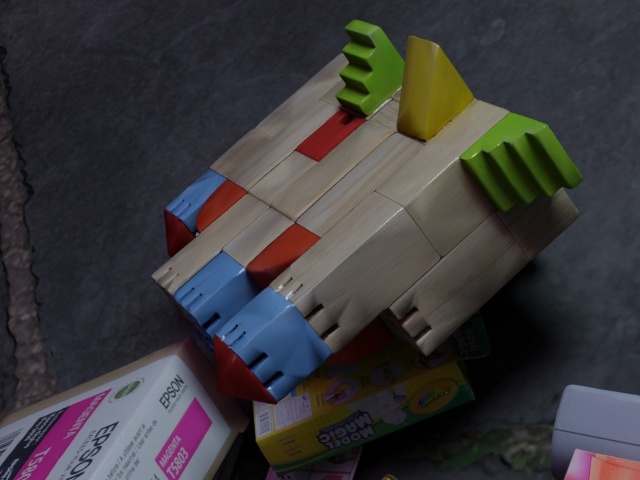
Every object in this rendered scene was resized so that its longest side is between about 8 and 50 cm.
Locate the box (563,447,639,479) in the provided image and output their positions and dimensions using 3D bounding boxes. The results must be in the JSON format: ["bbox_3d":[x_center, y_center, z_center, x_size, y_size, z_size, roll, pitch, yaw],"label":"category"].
[{"bbox_3d":[0.202,0.249,0.801,0.142,0.300,0.154,9,60,34],"label":"box"}]

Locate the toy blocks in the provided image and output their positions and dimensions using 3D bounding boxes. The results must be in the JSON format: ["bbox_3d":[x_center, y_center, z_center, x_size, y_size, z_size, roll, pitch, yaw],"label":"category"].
[{"bbox_3d":[0.000,0.000,1.190,0.261,0.191,0.381,-41,25,-7],"label":"toy blocks"}]

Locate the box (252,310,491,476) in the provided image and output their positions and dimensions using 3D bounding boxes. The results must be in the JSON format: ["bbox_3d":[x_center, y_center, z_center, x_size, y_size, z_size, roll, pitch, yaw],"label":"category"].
[{"bbox_3d":[0.039,0.096,1.195,0.179,0.043,0.105,-24,30,9],"label":"box"}]

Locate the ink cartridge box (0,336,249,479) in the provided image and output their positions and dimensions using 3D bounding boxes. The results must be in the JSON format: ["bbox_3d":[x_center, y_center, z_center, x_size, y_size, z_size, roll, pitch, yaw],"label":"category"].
[{"bbox_3d":[-0.180,0.185,1.155,0.193,0.088,0.235,-25,16,26],"label":"ink cartridge box"}]

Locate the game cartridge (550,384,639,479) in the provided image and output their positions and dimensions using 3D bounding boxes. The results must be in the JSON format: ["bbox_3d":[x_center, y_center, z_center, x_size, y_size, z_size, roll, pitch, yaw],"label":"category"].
[{"bbox_3d":[0.252,0.132,0.887,0.198,0.297,0.062,2,79,35],"label":"game cartridge"}]

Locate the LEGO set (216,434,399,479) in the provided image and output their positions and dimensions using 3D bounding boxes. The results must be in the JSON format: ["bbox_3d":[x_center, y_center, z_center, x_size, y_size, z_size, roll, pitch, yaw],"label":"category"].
[{"bbox_3d":[-0.056,0.209,1.164,0.244,0.060,0.182,-2,53,34],"label":"LEGO set"}]
